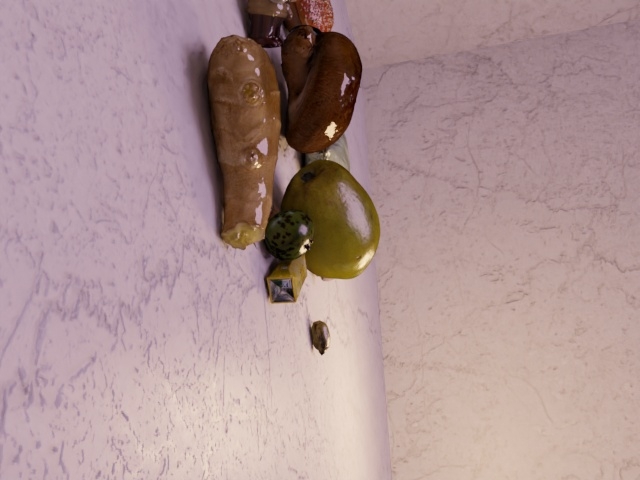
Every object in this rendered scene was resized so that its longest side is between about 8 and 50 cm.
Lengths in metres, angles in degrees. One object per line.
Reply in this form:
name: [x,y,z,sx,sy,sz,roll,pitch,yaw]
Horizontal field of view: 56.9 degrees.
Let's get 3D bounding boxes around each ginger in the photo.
ginger: [-0.159,-0.186,1.102,0.236,0.166,0.376,32,-69,58]

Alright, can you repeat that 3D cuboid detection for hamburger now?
hamburger: [-0.041,-0.726,1.857,0.237,0.147,0.237,-9,90,-76]

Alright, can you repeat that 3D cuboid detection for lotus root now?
lotus root: [0.001,0.275,1.671,0.049,0.054,0.099,-11,93,-58]

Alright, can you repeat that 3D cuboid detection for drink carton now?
drink carton: [-0.071,0.076,1.381,0.200,0.074,0.084,-66,149,-67]

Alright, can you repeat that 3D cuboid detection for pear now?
pear: [0.022,-0.047,1.481,0.253,0.252,0.307,-85,154,-47]

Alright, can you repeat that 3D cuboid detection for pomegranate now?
pomegranate: [-0.081,-0.026,1.336,0.161,0.122,0.122,49,-8,31]

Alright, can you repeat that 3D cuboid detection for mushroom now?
mushroom: [-0.001,-0.397,1.598,0.345,0.239,0.345,-60,171,-16]

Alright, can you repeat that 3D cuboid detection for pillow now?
pillow: [0.027,-0.228,1.909,0.310,0.138,0.284,-86,170,-58]

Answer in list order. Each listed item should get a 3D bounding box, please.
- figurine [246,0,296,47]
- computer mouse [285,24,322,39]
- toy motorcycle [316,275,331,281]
figurine: [-0.097,-0.639,1.357,0.218,0.206,0.365,-47,132,-61]
computer mouse: [-0.039,-0.536,1.800,0.233,0.137,0.096,74,33,-45]
toy motorcycle: [0.000,0.000,1.777,0.112,0.112,0.255,-67,149,-69]
